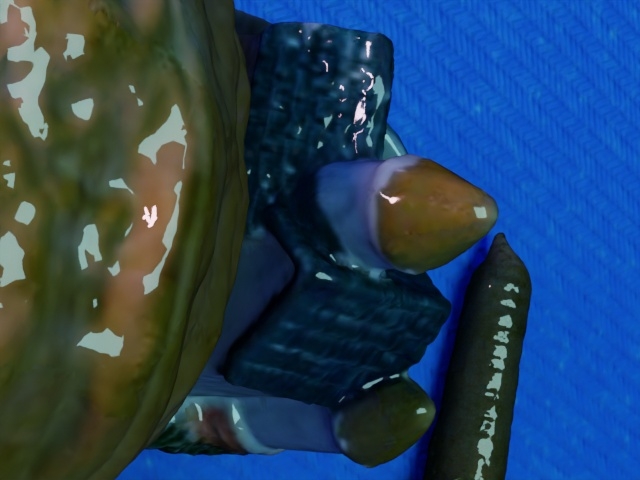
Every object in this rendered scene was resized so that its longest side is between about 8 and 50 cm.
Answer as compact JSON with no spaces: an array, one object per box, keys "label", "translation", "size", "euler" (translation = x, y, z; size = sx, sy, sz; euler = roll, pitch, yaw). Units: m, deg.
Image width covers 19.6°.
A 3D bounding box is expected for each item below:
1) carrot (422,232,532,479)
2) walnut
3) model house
[{"label":"carrot","translation":[0.095,0.160,1.229],"size":[0.070,0.070,0.342],"euler":[17,81,-41]},{"label":"walnut","translation":[-0.176,-0.020,0.828],"size":[0.306,0.306,0.344],"euler":[5,97,-42]},{"label":"model house","translation":[0.000,0.000,0.983],"size":[0.184,0.291,0.253],"euler":[19,79,-39]}]
